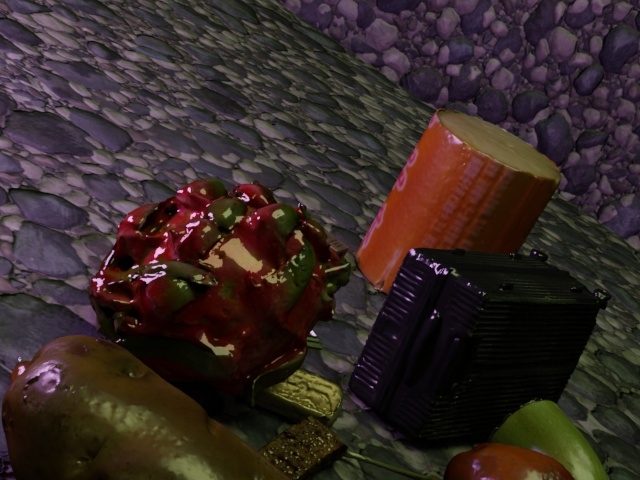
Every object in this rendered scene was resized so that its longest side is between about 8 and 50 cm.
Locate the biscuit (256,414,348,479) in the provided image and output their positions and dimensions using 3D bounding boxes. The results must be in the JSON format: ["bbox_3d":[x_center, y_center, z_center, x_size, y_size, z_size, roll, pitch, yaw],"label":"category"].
[{"bbox_3d":[-0.032,0.240,1.447,0.064,0.034,0.199,35,19,15],"label":"biscuit"}]

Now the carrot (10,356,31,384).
[{"bbox_3d":[-0.277,0.164,1.296,0.035,0.035,0.142,15,31,-36],"label":"carrot"}]

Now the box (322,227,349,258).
[{"bbox_3d":[0.000,0.000,2.123,0.083,0.024,0.053,34,19,16],"label":"box"}]

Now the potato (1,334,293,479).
[{"bbox_3d":[-0.125,0.223,1.164,0.369,0.195,0.176,33,52,15],"label":"potato"}]

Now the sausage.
[{"bbox_3d":[0.220,-0.040,2.138,0.233,0.287,0.233,27,19,-10],"label":"sausage"}]

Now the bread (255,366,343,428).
[{"bbox_3d":[-0.026,0.185,1.576,0.106,0.053,0.072,25,42,-4],"label":"bread"}]

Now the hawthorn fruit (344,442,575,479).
[{"bbox_3d":[0.153,0.289,1.498,0.285,0.165,0.165,12,7,34],"label":"hawthorn fruit"}]

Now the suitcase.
[{"bbox_3d":[0.212,0.134,1.774,0.152,0.229,0.335,34,19,37],"label":"suitcase"}]

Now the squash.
[{"bbox_3d":[0.296,0.294,1.657,0.123,0.123,0.186,17,22,-32],"label":"squash"}]

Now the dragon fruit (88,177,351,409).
[{"bbox_3d":[-0.119,0.051,1.502,0.303,0.237,0.231,-10,16,-27],"label":"dragon fruit"}]

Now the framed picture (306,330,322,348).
[{"bbox_3d":[-0.124,0.058,1.812,0.197,0.014,0.252,13,25,-39],"label":"framed picture"}]
